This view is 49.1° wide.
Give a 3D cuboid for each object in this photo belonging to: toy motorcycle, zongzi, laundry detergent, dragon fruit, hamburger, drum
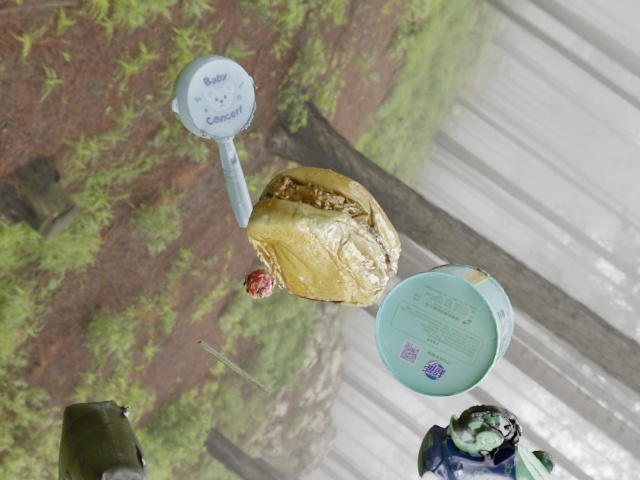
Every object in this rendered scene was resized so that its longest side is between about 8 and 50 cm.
[{"bbox_3d":[0.281,0.395,1.162,0.196,0.331,0.125,-18,-150,27],"label":"toy motorcycle"},{"bbox_3d":[-0.561,0.681,1.787,0.403,0.207,0.433,28,-70,58],"label":"zongzi"},{"bbox_3d":[0.310,0.202,1.693,0.287,0.287,0.305,-54,163,16],"label":"laundry detergent"},{"bbox_3d":[-0.166,0.117,1.919,0.116,0.086,0.081,-50,154,-81],"label":"dragon fruit"},{"bbox_3d":[0.001,0.000,0.928,0.108,0.213,0.214,-58,179,-33],"label":"hamburger"},{"bbox_3d":[-0.152,-0.136,1.007,0.130,0.049,0.253,-10,110,-35],"label":"drum"}]

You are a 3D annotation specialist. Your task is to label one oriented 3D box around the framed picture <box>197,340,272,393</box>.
[{"bbox_3d":[-0.208,0.302,1.670,0.010,0.200,0.136,-55,-175,-15],"label":"framed picture"}]
